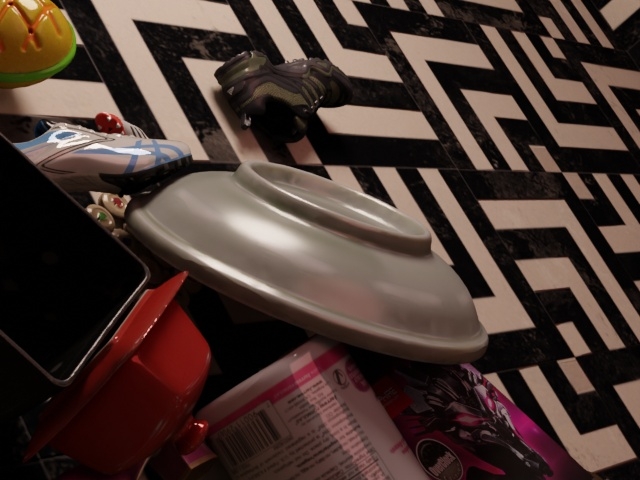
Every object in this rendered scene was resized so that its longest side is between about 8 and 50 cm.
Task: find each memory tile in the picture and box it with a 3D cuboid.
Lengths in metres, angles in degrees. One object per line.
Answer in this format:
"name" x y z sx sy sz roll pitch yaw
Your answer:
"memory tile" -0.191 0.017 1.486 0.148 0.012 0.113 46 31 -5

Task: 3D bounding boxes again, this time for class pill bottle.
"pill bottle" 0.019 0.241 1.343 0.283 0.160 0.160 58 31 3

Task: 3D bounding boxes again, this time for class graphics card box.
"graphics card box" 0.130 0.229 1.510 0.371 0.094 0.233 44 30 13

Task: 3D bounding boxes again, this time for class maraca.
"maraca" -0.345 -0.211 1.474 0.185 0.099 0.127 -1 49 -20

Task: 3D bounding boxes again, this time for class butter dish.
"butter dish" -0.143 0.130 1.173 0.118 0.160 0.160 43 23 -8

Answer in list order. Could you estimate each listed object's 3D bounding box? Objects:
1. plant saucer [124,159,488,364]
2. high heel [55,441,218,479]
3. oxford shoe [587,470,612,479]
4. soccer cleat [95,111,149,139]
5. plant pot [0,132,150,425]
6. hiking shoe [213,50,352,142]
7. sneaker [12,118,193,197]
"plant saucer" 0.000 0.000 1.477 0.400 0.101 0.400 20 10 -4
"high heel" -0.196 0.183 1.235 0.117 0.082 0.244 46 34 18
"oxford shoe" 0.273 0.341 1.664 0.096 0.083 0.227 27 31 15
"soccer cleat" -0.218 -0.119 1.594 0.083 0.029 0.036 35 24 -27
"plant pot" -0.287 0.053 1.171 0.188 0.167 0.187 44 30 -9
"hiking shoe" -0.040 -0.174 1.847 0.226 0.086 0.114 0 68 -45
"sneaker" -0.234 -0.086 1.432 0.237 0.085 0.086 -8 77 -35
